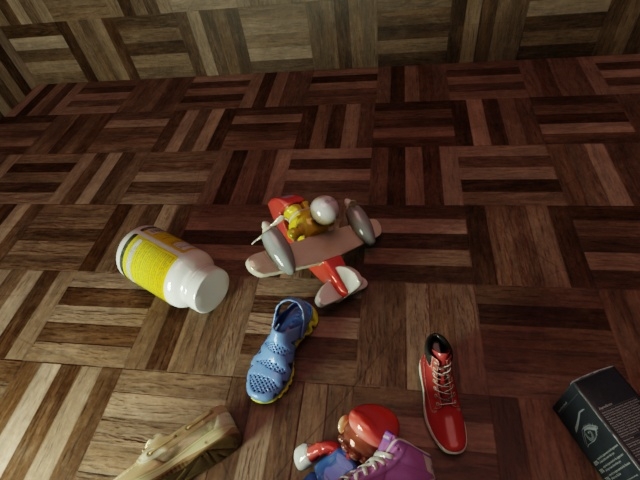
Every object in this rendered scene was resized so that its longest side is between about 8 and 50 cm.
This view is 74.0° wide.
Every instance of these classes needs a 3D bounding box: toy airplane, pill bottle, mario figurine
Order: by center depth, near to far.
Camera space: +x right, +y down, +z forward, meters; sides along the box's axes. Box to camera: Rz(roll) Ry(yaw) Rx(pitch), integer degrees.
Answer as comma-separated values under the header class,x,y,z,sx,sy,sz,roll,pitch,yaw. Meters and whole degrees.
class,x,y,z,sx,sy,sz,roll,pitch,yaw
mario figurine,0.060,0.511,0.943,0.198,0.170,0.320,46,75,-4
toy airplane,0.000,0.000,1.264,0.383,0.273,0.386,16,37,-3
pill bottle,-0.453,0.091,1.315,0.333,0.188,0.188,23,56,26

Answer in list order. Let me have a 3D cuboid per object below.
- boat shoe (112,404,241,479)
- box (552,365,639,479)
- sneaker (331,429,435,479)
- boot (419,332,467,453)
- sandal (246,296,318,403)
class,x,y,z,sx,sy,sz,roll,pitch,yaw
boat shoe,-0.358,0.513,0.989,0.340,0.122,0.110,-23,44,-24
box,0.623,0.401,0.900,0.108,0.153,0.207,-18,50,-7
sneaker,0.090,0.457,0.831,0.281,0.102,0.161,8,70,-14
boot,0.284,0.349,0.984,0.088,0.176,0.245,-7,50,0
sandal,-0.109,0.274,1.139,0.126,0.138,0.318,12,54,16
